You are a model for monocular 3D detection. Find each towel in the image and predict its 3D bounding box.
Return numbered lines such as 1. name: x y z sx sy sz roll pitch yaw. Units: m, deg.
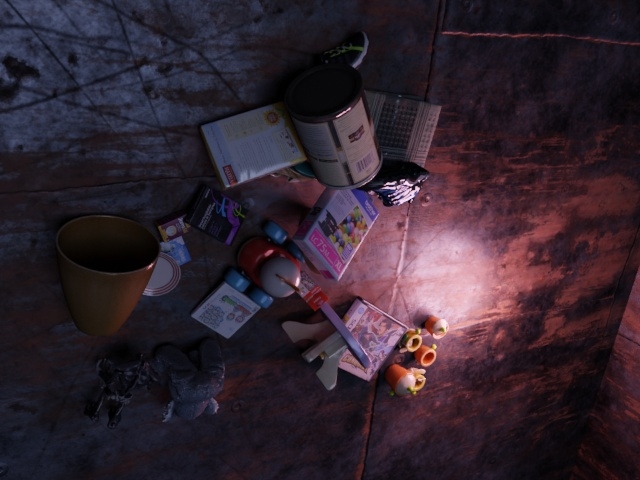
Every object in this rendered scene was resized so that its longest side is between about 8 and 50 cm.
1. towel: 0.204 -0.291 1.907 0.312 0.056 0.324 3 112 -30

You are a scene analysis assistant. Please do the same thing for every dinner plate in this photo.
1. dinner plate: -0.448 0.087 1.673 0.141 0.017 0.141 -6 122 -10

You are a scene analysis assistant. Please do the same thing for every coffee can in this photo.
1. coffee can: 0.041 -0.295 1.646 0.202 0.201 0.275 -38 142 -11

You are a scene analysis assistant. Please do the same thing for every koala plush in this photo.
1. koala plush: -0.376 0.435 1.806 0.196 0.203 0.221 -3 125 -31

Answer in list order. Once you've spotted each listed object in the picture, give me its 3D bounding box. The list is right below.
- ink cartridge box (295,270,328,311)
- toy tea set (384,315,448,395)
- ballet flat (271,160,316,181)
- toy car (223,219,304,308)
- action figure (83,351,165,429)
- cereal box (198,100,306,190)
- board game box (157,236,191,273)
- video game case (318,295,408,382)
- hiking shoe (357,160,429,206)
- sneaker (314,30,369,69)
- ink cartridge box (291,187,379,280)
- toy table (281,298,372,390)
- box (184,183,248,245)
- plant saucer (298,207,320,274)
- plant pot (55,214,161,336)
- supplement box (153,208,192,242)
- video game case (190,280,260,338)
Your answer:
1. ink cartridge box: -0.034 0.156 1.924 0.063 0.115 0.029 -41 166 -9
2. toy tea set: 0.369 0.437 2.294 0.200 0.124 0.335 9 107 -34
3. ballet flat: -0.094 -0.202 1.755 0.206 0.073 0.067 19 130 -33
4. toy car: -0.113 0.103 1.767 0.219 0.238 0.210 -50 128 -2
5. action figure: -0.536 0.379 1.700 0.164 0.141 0.275 25 113 -35
6. cereal box: -0.177 -0.250 1.637 0.240 0.047 0.172 -21 91 -21
7. board game box: -0.407 0.034 1.689 0.090 0.020 0.090 -28 124 -18
8. video game case: 0.152 0.351 2.176 0.275 0.035 0.248 34 92 -38
9. hiking shoe: 0.207 -0.153 1.842 0.304 0.113 0.132 -8 124 -43
10. sneaker: 0.040 -0.481 1.685 0.097 0.084 0.234 36 91 -37
11. ink cartridge box: 0.060 -0.061 1.797 0.185 0.065 0.311 51 57 -34
12. toy table: 0.016 0.326 1.962 0.161 0.274 0.252 -36 164 -8
13. box: -0.279 -0.067 1.688 0.162 0.029 0.116 32 79 -44
14. plant saucer: 0.000 0.000 1.839 0.199 0.036 0.198 26 59 -55
15. plant pot: -0.531 0.106 1.536 0.237 0.237 0.254 -2 127 -31
16. supplement box: -0.389 -0.038 1.652 0.083 0.043 0.054 -28 122 -19
17. video game case: -0.277 0.206 1.836 0.143 0.019 0.157 -44 128 7
